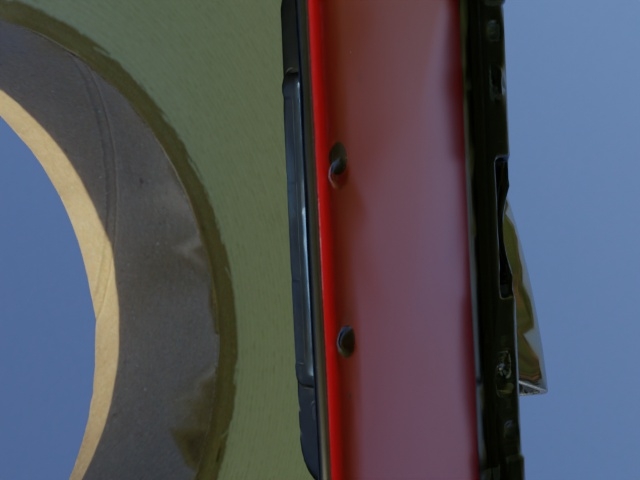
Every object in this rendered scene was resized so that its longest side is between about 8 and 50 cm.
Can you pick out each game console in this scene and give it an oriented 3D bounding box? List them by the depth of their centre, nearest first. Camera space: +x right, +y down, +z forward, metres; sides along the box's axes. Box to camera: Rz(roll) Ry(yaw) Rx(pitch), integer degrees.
[{"bbox_3d":[0.000,0.000,0.379,0.085,0.124,0.144,-4,-87,-34],"label":"game console"}]

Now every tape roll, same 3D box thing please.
[{"bbox_3d":[-0.121,0.035,0.476,0.392,0.072,0.392,4,-95,-47],"label":"tape roll"}]

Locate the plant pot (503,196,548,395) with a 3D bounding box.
[{"bbox_3d":[0.020,0.003,0.988,0.187,0.188,0.167,23,-113,-53],"label":"plant pot"}]
